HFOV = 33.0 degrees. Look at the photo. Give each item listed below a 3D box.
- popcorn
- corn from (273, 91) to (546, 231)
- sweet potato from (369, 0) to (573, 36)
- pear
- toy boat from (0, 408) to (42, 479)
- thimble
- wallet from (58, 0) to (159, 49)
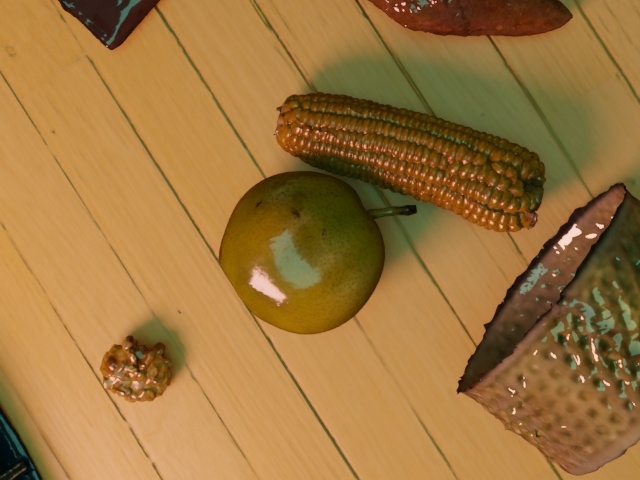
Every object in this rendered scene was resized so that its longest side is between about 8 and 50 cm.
[{"bbox_3d":[-0.212,0.151,1.256,0.083,0.057,0.082,-44,88,5],"label":"popcorn"},{"bbox_3d":[0.095,-0.096,1.181,0.313,0.102,0.102,20,96,6],"label":"corn"},{"bbox_3d":[0.103,-0.288,1.172,0.341,0.092,0.114,30,80,4],"label":"sweet potato"},{"bbox_3d":[0.000,0.000,1.168,0.216,0.166,0.180,-32,77,3],"label":"pear"},{"bbox_3d":[-0.386,0.287,1.271,0.062,0.096,0.299,-29,92,19],"label":"toy boat"},{"bbox_3d":[0.275,0.087,1.088,0.150,0.271,0.271,38,97,1],"label":"thimble"},{"bbox_3d":[-0.192,-0.380,1.231,0.165,0.042,0.309,44,99,1],"label":"wallet"}]
